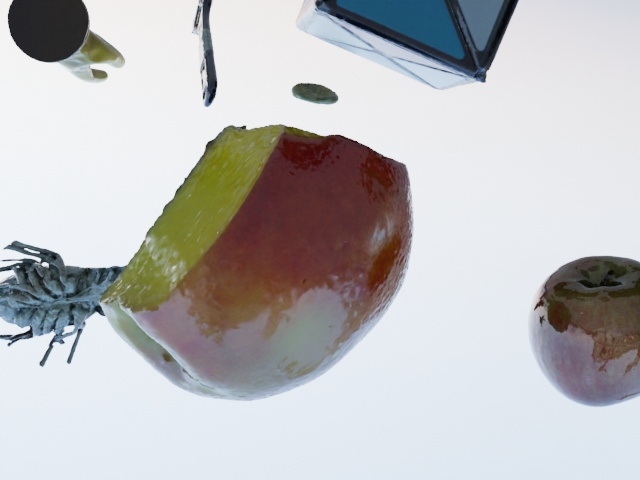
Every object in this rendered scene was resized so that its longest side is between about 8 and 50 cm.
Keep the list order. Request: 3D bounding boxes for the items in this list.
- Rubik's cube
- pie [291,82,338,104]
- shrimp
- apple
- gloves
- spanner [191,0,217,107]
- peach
[{"bbox_3d":[0.131,-0.362,1.568,0.250,0.246,0.248,22,-178,-6],"label":"Rubik's cube"},{"bbox_3d":[-0.010,-0.251,2.019,0.084,0.021,0.084,9,-154,-4],"label":"pie"},{"bbox_3d":[-0.417,0.097,1.877,0.410,0.221,0.166,-8,-165,11],"label":"shrimp"},{"bbox_3d":[0.360,0.117,1.490,0.188,0.174,0.188,-11,-154,5],"label":"apple"},{"bbox_3d":[-0.386,-0.317,1.810,0.116,0.133,0.294,-22,-179,2],"label":"gloves"},{"bbox_3d":[-0.161,-0.272,1.629,0.024,0.087,0.316,14,-146,-18],"label":"spanner"},{"bbox_3d":[-0.035,0.022,1.375,0.242,0.380,0.306,11,149,50],"label":"peach"}]
